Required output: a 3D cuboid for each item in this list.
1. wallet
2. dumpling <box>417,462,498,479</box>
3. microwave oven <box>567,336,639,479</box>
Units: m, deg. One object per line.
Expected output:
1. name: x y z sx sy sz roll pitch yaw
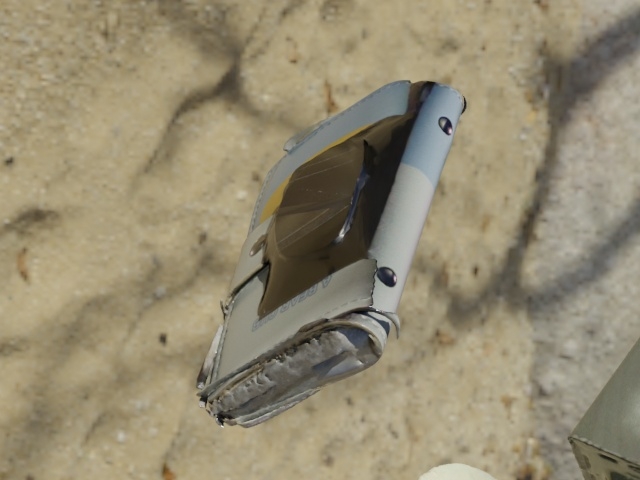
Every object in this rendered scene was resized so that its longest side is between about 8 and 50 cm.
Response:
1. wallet: 0.000 0.000 0.809 0.069 0.170 0.231 44 41 -23
2. dumpling: 0.150 0.282 1.265 0.111 0.155 0.181 -44 143 5
3. microwave oven: 0.490 0.274 1.418 0.374 0.236 0.432 -48 134 -22
